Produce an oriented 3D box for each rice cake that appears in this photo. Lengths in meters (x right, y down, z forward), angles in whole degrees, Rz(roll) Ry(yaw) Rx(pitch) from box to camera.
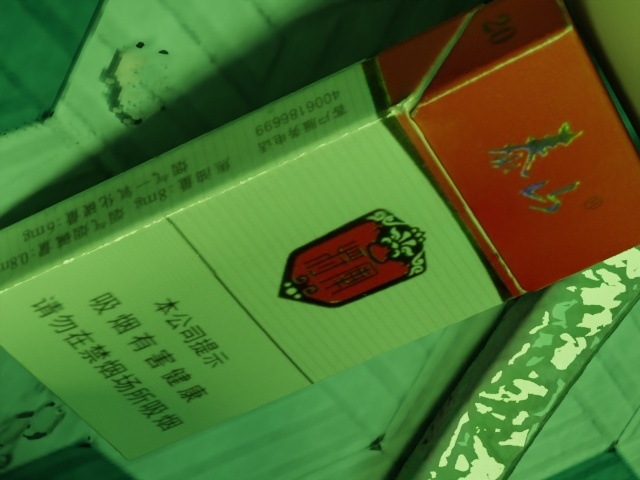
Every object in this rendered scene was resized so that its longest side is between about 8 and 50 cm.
[{"bbox_3d":[0.083,0.082,0.934,0.290,0.051,0.081,-57,170,22],"label":"rice cake"}]

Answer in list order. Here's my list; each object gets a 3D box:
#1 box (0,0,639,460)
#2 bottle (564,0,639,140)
[{"bbox_3d":[0.000,0.000,0.746,0.245,0.035,0.139,-23,141,11],"label":"box"},{"bbox_3d":[0.177,-0.110,0.696,0.173,0.206,0.297,-40,139,-1],"label":"bottle"}]
